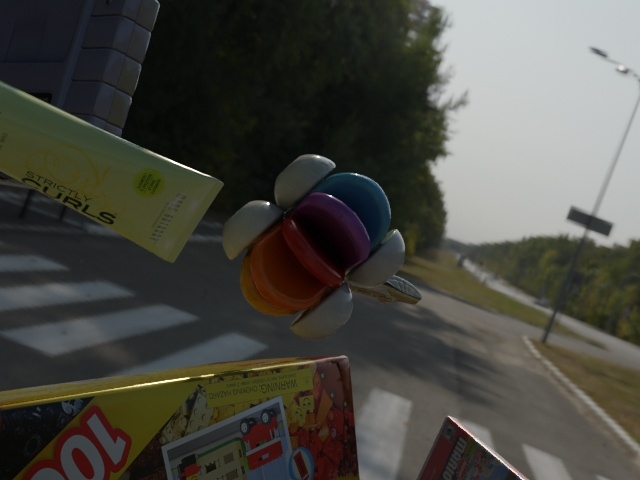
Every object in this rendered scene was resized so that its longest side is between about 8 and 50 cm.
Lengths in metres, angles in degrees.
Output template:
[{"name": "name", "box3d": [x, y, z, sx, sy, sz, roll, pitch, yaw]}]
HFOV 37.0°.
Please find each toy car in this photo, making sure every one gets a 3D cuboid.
[{"name": "toy car", "box3d": [0.000, 0.000, 0.971, 0.159, 0.182, 0.136, 48, -16, -1]}]

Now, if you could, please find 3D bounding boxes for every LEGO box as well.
[{"name": "LEGO box", "box3d": [-0.175, 0.316, 0.895, 0.193, 0.372, 0.500, -9, -5, 37]}]

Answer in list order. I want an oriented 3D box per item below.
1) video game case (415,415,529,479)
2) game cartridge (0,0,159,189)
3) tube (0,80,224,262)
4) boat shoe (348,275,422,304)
[{"name": "video game case", "box3d": [0.210, 0.401, 1.419, 0.025, 0.204, 0.285, 24, 2, -20]}, {"name": "game cartridge", "box3d": [-0.345, -0.176, 1.112, 0.355, 0.230, 0.068, 9, -13, 41]}, {"name": "tube", "box3d": [-0.201, -0.066, 0.745, 0.240, 0.062, 0.070, 28, -18, -17]}, {"name": "boat shoe", "box3d": [0.112, 0.087, 1.695, 0.135, 0.045, 0.050, 21, 28, -9]}]
